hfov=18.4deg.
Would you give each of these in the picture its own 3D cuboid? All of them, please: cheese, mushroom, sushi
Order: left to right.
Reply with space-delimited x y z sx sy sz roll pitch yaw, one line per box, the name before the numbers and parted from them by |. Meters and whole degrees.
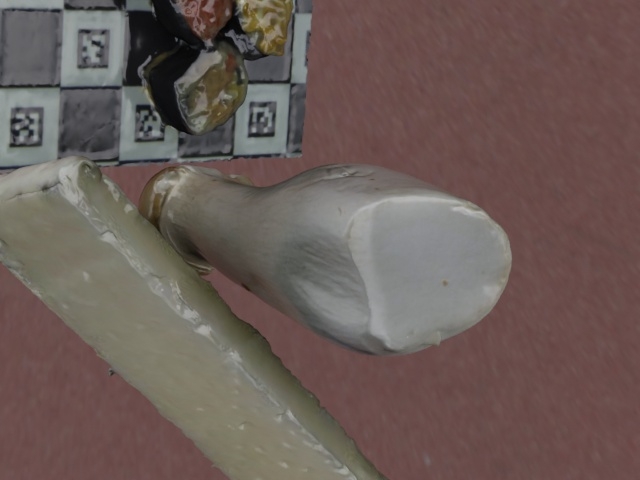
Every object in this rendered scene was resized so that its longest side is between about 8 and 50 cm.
sushi | -0.117 -0.225 1.609 0.359 0.064 0.343 -5 103 -41
cheese | -0.052 0.086 1.096 0.085 0.034 0.400 -11 139 29
mushroom | 0.000 0.000 1.068 0.093 0.225 0.116 -52 125 -18
